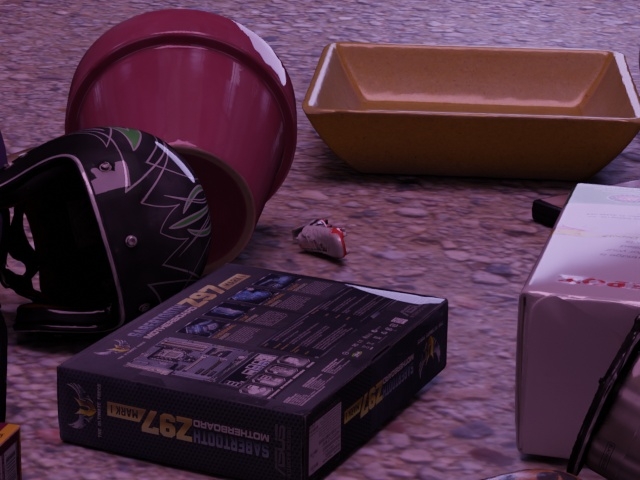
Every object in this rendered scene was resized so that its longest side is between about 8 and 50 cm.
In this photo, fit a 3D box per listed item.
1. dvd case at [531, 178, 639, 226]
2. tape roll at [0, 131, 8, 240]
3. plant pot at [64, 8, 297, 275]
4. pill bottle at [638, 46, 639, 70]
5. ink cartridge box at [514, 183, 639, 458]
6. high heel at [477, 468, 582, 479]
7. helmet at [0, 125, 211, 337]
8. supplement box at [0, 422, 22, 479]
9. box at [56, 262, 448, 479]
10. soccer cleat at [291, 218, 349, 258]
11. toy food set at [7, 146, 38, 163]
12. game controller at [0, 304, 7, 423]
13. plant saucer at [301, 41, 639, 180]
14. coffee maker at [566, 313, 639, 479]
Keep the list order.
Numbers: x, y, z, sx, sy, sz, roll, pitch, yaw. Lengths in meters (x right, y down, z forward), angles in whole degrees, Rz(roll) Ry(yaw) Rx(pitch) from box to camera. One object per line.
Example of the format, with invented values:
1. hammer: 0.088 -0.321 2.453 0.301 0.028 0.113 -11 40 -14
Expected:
1. dvd case: 0.336 -0.011 1.648 0.180 0.022 0.253 -10 21 -33
2. tape roll: -0.309 -0.025 1.380 0.080 0.189 0.189 6 18 16
3. plant pot: -0.118 -0.068 1.562 0.201 0.201 0.180 0 33 -3
4. pill bottle: 0.443 -0.154 1.845 0.181 0.181 0.323 -4 18 -15
5. ink cartridge box: 0.252 0.055 1.273 0.201 0.117 0.278 5 18 14
6. high heel: 0.030 0.177 0.979 0.261 0.093 0.186 -8 1 -4
7. helmet: -0.160 -0.008 1.383 0.161 0.169 0.169 -11 13 18
8. supplement box: -0.222 0.136 1.097 0.083 0.055 0.043 4 18 14
9. box: -0.040 0.086 1.259 0.183 0.059 0.233 9 20 24
10. soccer cleat: 0.000 0.000 1.590 0.036 0.029 0.083 -13 17 -14
11. toy food set: -0.211 -0.066 1.787 0.192 0.038 0.132 0 10 15
12. game controller: -0.361 0.089 1.180 0.319 0.067 0.166 -2 51 -6
13. plant saucer: 0.158 -0.133 1.932 0.333 0.081 0.333 2 18 4
14. coffee maker: 0.253 0.097 1.035 0.178 0.171 0.120 28 -18 15
